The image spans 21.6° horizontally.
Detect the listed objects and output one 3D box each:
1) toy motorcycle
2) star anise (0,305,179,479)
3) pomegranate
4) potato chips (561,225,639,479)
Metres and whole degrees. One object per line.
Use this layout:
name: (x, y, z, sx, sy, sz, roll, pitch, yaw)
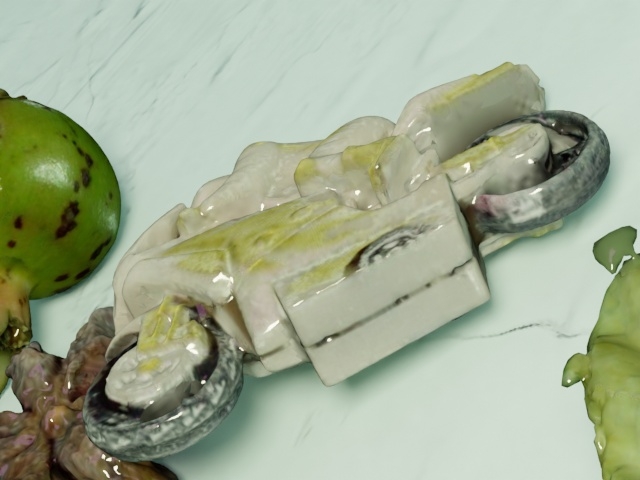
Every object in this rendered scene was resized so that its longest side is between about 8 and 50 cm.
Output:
toy motorcycle: (0.000, 0.000, 0.997, 0.340, 0.108, 0.223, -29, 29, -5)
star anise: (-0.168, 0.134, 1.033, 0.197, 0.073, 0.212, -39, 36, -5)
pomegranate: (-0.228, -0.001, 1.158, 0.156, 0.156, 0.220, 9, 69, 43)
potato chips: (0.286, 0.011, 0.706, 0.373, 0.097, 0.389, -30, 26, 13)
